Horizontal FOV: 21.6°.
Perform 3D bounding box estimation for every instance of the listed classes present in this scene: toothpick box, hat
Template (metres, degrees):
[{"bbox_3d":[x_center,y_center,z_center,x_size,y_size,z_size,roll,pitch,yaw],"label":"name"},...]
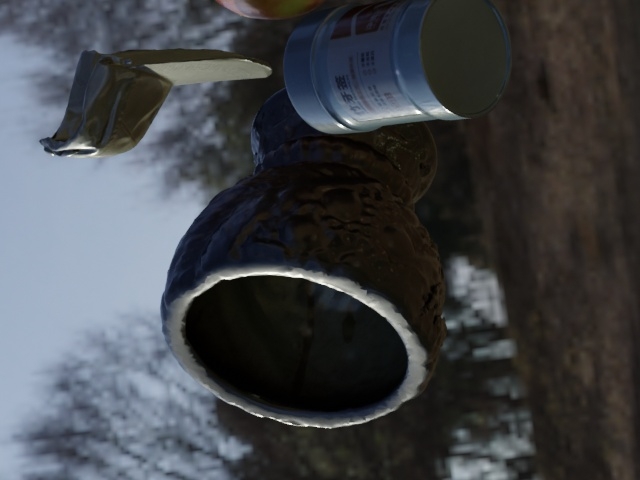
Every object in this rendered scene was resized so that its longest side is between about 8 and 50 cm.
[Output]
[{"bbox_3d":[0.057,-0.136,1.279,0.101,0.153,0.101,3,-94,-41],"label":"toothpick box"},{"bbox_3d":[-0.185,-0.151,1.891,0.214,0.244,0.149,-139,59,-76],"label":"hat"}]

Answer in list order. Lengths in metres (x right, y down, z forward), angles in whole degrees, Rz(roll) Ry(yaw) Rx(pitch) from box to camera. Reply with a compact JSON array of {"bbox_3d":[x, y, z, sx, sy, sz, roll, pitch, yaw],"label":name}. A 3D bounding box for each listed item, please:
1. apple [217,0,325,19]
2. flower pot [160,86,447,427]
[{"bbox_3d":[-0.048,-0.276,1.477,0.139,0.163,0.163,-129,23,-58],"label":"apple"},{"bbox_3d":[0.000,0.000,1.614,0.267,0.266,0.267,74,-158,-47],"label":"flower pot"}]
